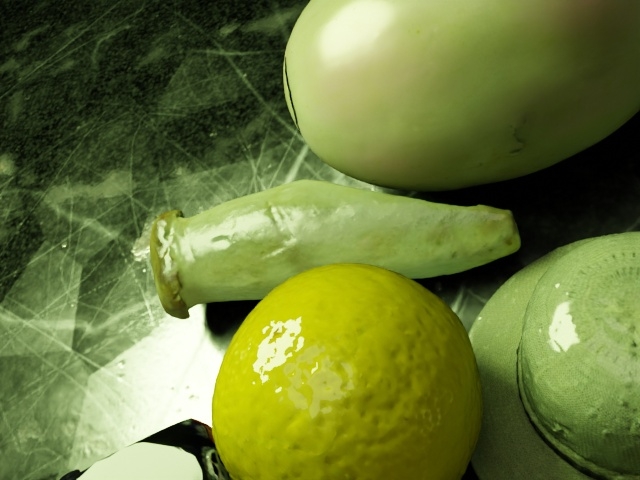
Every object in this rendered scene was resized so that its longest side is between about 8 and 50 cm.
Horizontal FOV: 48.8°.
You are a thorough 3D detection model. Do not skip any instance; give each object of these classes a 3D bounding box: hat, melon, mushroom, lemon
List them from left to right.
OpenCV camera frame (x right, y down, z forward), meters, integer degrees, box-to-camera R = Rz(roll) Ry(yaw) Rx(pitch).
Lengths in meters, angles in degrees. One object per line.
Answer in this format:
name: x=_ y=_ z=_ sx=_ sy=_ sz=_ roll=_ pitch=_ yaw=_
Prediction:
mushroom: x=-0.001 y=-0.004 z=0.622 sx=0.333 sy=0.087 sz=0.107 roll=-11 pitch=73 yaw=16
lemon: x=0.021 y=0.102 z=0.478 sx=0.178 sy=0.178 sz=0.203 roll=8 pitch=42 yaw=29
melon: x=0.126 y=-0.157 z=0.579 sx=0.317 sy=0.223 sz=0.223 roll=-13 pitch=53 yaw=18
hat: x=0.199 y=0.072 z=0.448 sx=0.257 sy=0.130 sz=0.257 roll=-12 pitch=55 yaw=18

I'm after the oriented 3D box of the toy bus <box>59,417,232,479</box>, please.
toy bus: x=-0.070 y=0.263 z=0.432 sx=0.128 sy=0.147 sz=0.302 roll=-31 pitch=52 yaw=1
